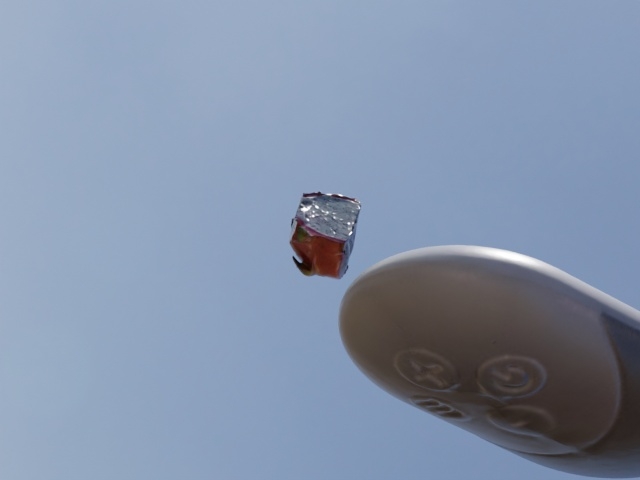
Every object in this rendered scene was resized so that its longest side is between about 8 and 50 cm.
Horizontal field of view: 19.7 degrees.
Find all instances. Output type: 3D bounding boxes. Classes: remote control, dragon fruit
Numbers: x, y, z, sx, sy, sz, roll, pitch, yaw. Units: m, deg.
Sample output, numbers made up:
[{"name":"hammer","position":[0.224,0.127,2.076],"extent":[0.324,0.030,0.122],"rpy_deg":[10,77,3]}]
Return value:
[{"name":"remote control","position":[0.168,0.098,1.421],"extent":[0.221,0.332,0.103],"rpy_deg":[-30,-139,53]},{"name":"dragon fruit","position":[0.000,0.000,1.540],"extent":[0.083,0.056,0.060],"rpy_deg":[-76,178,-57]}]
